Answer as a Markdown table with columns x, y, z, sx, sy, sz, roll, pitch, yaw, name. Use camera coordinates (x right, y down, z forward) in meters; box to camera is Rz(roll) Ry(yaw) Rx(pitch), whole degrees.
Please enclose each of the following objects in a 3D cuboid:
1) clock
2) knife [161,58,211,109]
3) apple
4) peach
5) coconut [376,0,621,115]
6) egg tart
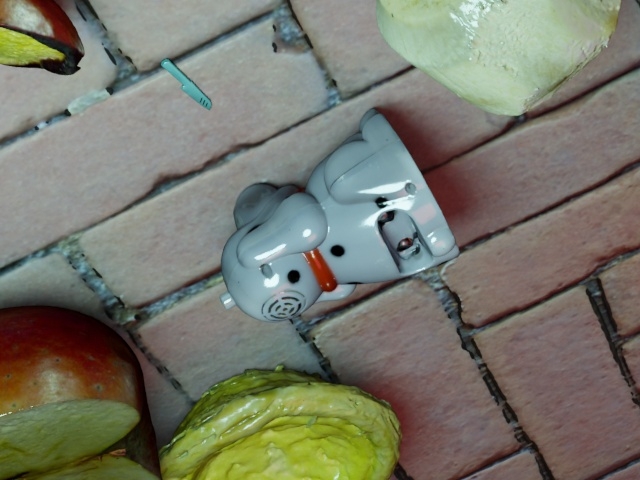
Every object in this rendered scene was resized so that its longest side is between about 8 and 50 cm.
| x | y | z | sx | sy | sz | roll | pitch | yaw | name |
| --- | --- | --- | --- | --- | --- | --- | --- | --- | --- |
| 0.002 | -0.003 | 1.872 | 0.254 | 0.189 | 0.189 | -27 | 140 | 3 | clock |
| -0.136 | -0.158 | 1.768 | 0.014 | 0.005 | 0.091 | -34 | 140 | 12 | knife |
| -0.352 | 0.228 | 1.887 | 0.365 | 0.295 | 0.328 | -20 | 112 | 0 | apple |
| -0.341 | -0.213 | 1.533 | 0.279 | 0.068 | 0.189 | 15 | 168 | -12 | peach |
| 0.178 | -0.236 | 1.673 | 0.241 | 0.241 | 0.241 | -13 | 139 | -12 | coconut |
| -0.072 | 0.267 | 2.170 | 0.345 | 0.132 | 0.345 | -14 | 139 | -12 | egg tart |
